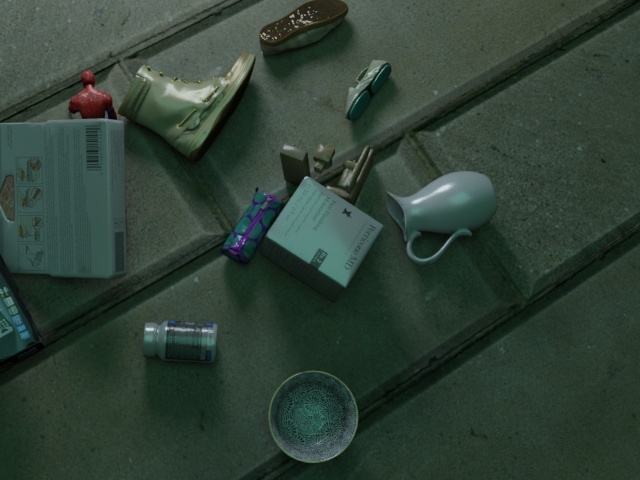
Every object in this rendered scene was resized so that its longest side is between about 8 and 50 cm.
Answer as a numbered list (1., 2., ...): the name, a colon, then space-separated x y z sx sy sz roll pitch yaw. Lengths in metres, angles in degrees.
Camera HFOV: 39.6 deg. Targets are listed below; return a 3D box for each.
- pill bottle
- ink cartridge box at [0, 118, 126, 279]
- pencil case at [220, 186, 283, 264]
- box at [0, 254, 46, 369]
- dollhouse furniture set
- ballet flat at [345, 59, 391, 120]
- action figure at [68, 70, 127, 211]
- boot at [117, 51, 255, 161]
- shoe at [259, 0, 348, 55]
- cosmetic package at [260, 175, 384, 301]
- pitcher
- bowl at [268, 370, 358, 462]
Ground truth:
1. pill bottle: -0.267 0.192 1.691 0.137 0.078 0.078 5 74 -8
2. ink cartridge box: -0.499 -0.080 1.691 0.261 0.066 0.296 2 94 18
3. pencil case: -0.137 -0.027 1.774 0.064 0.070 0.152 29 74 0
4. box: -0.668 0.107 1.576 0.242 0.076 0.307 -26 80 -15
5. dollhouse furniture set: 0.017 -0.168 1.811 0.151 0.144 0.123 21 68 13
6. ballet flat: 0.090 -0.322 1.905 0.052 0.057 0.168 26 67 28
7. action figure: -0.447 -0.194 1.773 0.091 0.139 0.280 -8 99 -13
8. boot: -0.270 -0.316 1.822 0.203 0.095 0.262 31 77 2
9. shoe: -0.037 -0.461 1.918 0.219 0.058 0.076 -27 61 -18
10. cosmetic package: 0.000 0.000 1.744 0.183 0.151 0.151 32 74 1
11. pitcher: 0.256 -0.046 1.807 0.207 0.125 0.178 -15 68 -5
12. bowl: -0.018 0.337 1.689 0.170 0.080 0.170 2 76 -8
